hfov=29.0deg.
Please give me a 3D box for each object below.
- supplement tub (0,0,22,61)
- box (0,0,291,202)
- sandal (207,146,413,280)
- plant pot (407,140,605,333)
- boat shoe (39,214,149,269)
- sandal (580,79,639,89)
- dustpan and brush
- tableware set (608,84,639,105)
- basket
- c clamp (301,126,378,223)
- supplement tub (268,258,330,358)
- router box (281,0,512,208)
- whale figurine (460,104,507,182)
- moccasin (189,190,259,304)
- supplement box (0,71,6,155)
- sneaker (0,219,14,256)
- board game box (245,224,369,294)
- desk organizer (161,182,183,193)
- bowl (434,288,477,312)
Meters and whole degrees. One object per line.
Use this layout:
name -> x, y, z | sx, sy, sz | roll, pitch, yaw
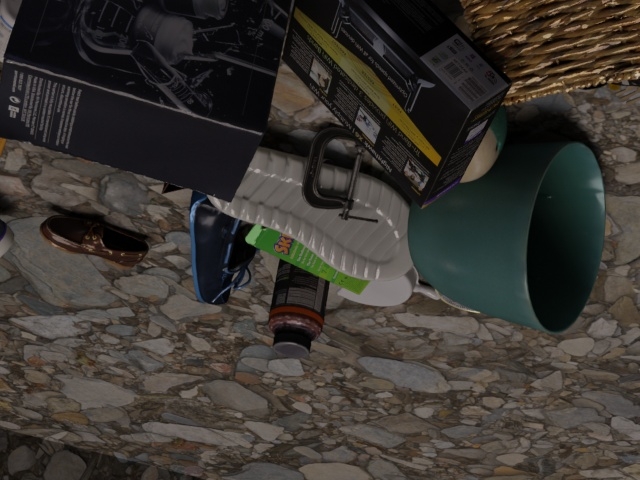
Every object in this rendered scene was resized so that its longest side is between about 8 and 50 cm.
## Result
supplement tub -> -0.447, -0.315, 1.817 | 0.071, 0.071, 0.107 | 21, 150, -20
box -> -0.209, -0.268, 1.554 | 0.312, 0.343, 0.179 | 16, 150, -12
sandal -> -0.006, -0.067, 2.077 | 0.416, 0.169, 0.102 | 26, -169, -25
plant pot -> 0.278, -0.016, 1.931 | 0.235, 0.293, 0.293 | 8, 154, 34
boat shoe -> -0.427, -0.007, 2.358 | 0.207, 0.073, 0.073 | 18, 149, -28
sandal -> 0.375, -0.236, 1.719 | 0.179, 0.040, 0.067 | 9, 144, 24
dustpan and brush -> 0.155, 0.086, 2.374 | 0.211, 0.060, 0.147 | 25, 135, -14
tableware set -> 0.453, -0.249, 1.720 | 0.104, 0.024, 0.154 | 35, 145, -23
basket -> 0.345, -0.323, 1.550 | 0.299, 0.223, 0.214 | -9, 113, 30
c clamp -> 0.037, -0.107, 2.009 | 0.137, 0.022, 0.161 | 1, 110, -16
supplement tub -> -0.041, 0.120, 2.333 | 0.106, 0.198, 0.106 | 8, 152, 4
router box -> 0.089, -0.225, 1.630 | 0.309, 0.081, 0.243 | 48, 154, 14
whale figurine -> 0.150, -0.197, 1.823 | 0.272, 0.141, 0.216 | 24, 158, 27
moccasin -> -0.173, 0.024, 2.270 | 0.116, 0.138, 0.342 | 4, 151, 1
supplement box -> -0.554, -0.190, 2.061 | 0.080, 0.078, 0.233 | 18, 150, -15
sneaker -> -0.756, -0.049, 2.341 | 0.322, 0.130, 0.236 | -7, 137, 35
board game box -> 0.000, 0.000, 2.222 | 0.259, 0.039, 0.124 | 24, 116, -29
desk organizer -> -0.231, -0.121, 2.114 | 0.047, 0.050, 0.130 | 18, 150, -15
bowl -> 0.295, 0.059, 2.248 | 0.170, 0.080, 0.170 | 7, 151, 4
